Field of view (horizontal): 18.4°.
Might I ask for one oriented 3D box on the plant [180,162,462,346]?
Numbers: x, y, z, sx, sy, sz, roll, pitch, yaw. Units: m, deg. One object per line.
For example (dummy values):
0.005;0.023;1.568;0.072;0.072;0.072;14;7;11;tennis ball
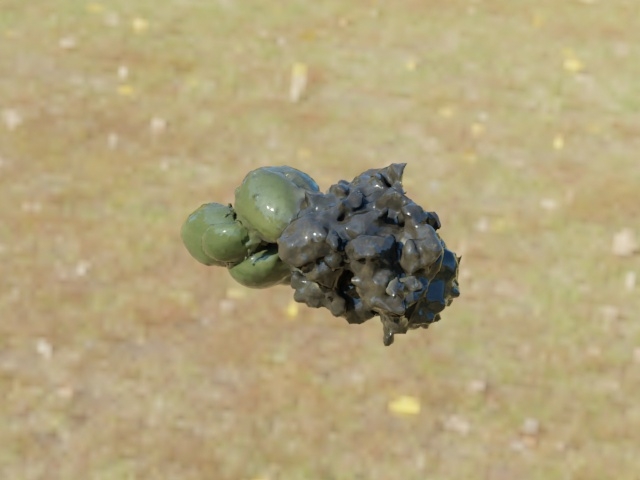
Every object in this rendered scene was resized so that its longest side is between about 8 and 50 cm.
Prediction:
0.000;0.000;0.966;0.085;0.087;0.174;1;8;-42;plant
